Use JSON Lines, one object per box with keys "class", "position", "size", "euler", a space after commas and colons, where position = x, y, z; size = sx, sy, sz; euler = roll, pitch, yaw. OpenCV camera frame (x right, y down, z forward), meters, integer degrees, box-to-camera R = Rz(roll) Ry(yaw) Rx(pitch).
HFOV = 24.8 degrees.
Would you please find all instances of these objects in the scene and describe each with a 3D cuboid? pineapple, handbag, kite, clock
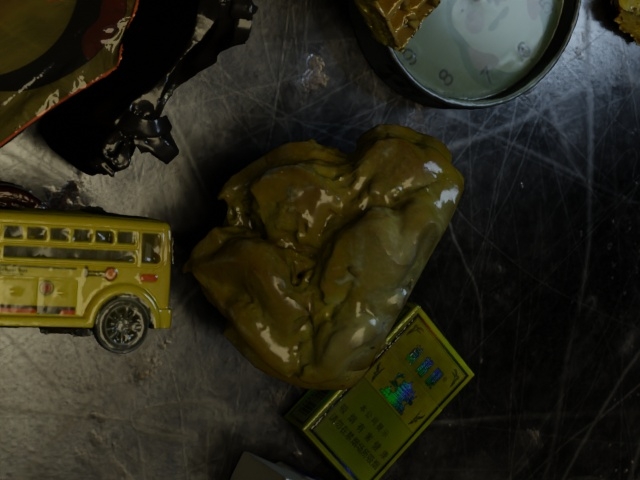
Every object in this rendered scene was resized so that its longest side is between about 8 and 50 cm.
{"class": "pineapple", "position": [0.446, -0.325, 1.949], "size": [0.114, 0.077, 0.114], "euler": [21, 77, -34]}
{"class": "handbag", "position": [-0.166, -0.188, 1.549], "size": [0.113, 0.257, 0.285], "euler": [39, 84, -18]}
{"class": "kite", "position": [-0.347, -0.257, 1.484], "size": [0.327, 0.013, 0.378], "euler": [13, 86, 1]}
{"class": "clock", "position": [0.185, -0.319, 1.814], "size": [0.319, 0.066, 0.319], "euler": [-6, 103, -26]}

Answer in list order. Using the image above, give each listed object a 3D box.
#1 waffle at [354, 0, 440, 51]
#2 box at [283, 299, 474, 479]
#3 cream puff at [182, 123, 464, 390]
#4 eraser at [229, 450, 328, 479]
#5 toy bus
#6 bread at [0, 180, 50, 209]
{"class": "waffle", "position": [0.095, -0.332, 1.636], "size": [0.160, 0.055, 0.211], "euler": [-51, 151, -10]}
{"class": "box", "position": [0.078, 0.197, 1.868], "size": [0.220, 0.064, 0.141], "euler": [-46, 117, -10]}
{"class": "cream puff", "position": [0.001, -0.002, 1.695], "size": [0.257, 0.291, 0.324], "euler": [27, 103, 0]}
{"class": "eraser", "position": [0.023, 0.356, 1.837], "size": [0.279, 0.124, 0.081], "euler": [28, 86, -30]}
{"class": "toy bus", "position": [-0.323, 0.032, 1.492], "size": [0.330, 0.144, 0.152], "euler": [3, 94, -29]}
{"class": "bread", "position": [-0.358, 0.014, 1.593], "size": [0.160, 0.073, 0.160], "euler": [-7, 105, -27]}
